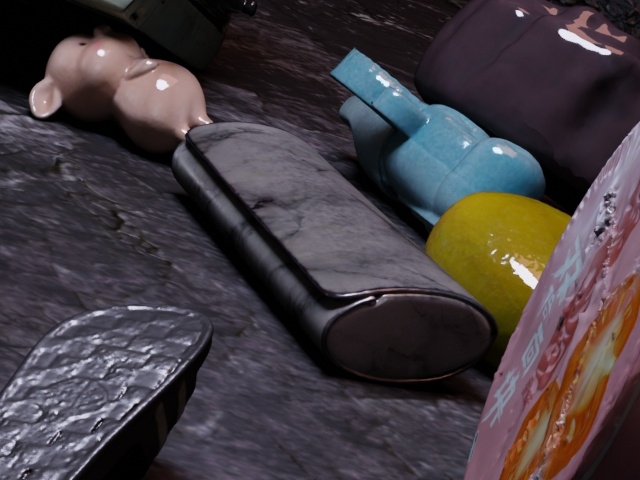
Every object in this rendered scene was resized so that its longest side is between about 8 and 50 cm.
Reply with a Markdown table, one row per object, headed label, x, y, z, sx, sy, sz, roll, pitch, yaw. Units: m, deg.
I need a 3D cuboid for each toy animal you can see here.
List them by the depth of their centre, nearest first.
| label | x | y | z | sx | sy | sz | roll | pitch | yaw |
| --- | --- | --- | --- | --- | --- | --- | --- | --- | --- |
| toy animal | -0.145 | -0.108 | 1.356 | 0.150 | 0.089 | 0.083 | 22 | -5 | 23 |

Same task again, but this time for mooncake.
| label | x | y | z | sx | sy | sz | roll | pitch | yaw |
| --- | --- | --- | --- | --- | --- | --- | --- | --- | --- |
| mooncake | 0.219 | -0.103 | 1.508 | 0.283 | 0.141 | 0.283 | 34 | -1 | 1 |

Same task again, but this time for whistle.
| label | x | y | z | sx | sy | sz | roll | pitch | yaw |
| --- | --- | --- | --- | --- | --- | --- | --- | --- | --- |
| whistle | 0.088 | -0.060 | 1.435 | 0.186 | 0.093 | 0.274 | 41 | -1 | -31 |

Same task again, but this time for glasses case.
| label | x | y | z | sx | sy | sz | roll | pitch | yaw |
| --- | --- | --- | --- | --- | --- | --- | --- | --- | --- |
| glasses case | 0.000 | 0.000 | 1.160 | 0.114 | 0.060 | 0.299 | 5 | 20 | -25 |

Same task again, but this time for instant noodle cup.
| label | x | y | z | sx | sy | sz | roll | pitch | yaw |
| --- | --- | --- | --- | --- | --- | --- | --- | --- | --- |
| instant noodle cup | 0.213 | 0.088 | 0.828 | 0.231 | 0.243 | 0.243 | 26 | 15 | -4 |

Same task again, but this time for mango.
| label | x | y | z | sx | sy | sz | roll | pitch | yaw |
| --- | --- | --- | --- | --- | --- | --- | --- | --- | --- |
| mango | 0.145 | 0.040 | 1.137 | 0.130 | 0.092 | 0.194 | -1 | 30 | -31 |

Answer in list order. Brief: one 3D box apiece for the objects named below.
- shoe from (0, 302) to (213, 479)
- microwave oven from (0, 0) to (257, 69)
| label | x | y | z | sx | sy | sz | roll | pitch | yaw |
| --- | --- | --- | --- | --- | --- | --- | --- | --- | --- |
| shoe | -0.104 | 0.085 | 0.777 | 0.071 | 0.049 | 0.179 | 11 | 30 | 17 |
| microwave oven | -0.164 | -0.327 | 1.519 | 0.247 | 0.333 | 0.394 | 16 | 1 | 5 |
